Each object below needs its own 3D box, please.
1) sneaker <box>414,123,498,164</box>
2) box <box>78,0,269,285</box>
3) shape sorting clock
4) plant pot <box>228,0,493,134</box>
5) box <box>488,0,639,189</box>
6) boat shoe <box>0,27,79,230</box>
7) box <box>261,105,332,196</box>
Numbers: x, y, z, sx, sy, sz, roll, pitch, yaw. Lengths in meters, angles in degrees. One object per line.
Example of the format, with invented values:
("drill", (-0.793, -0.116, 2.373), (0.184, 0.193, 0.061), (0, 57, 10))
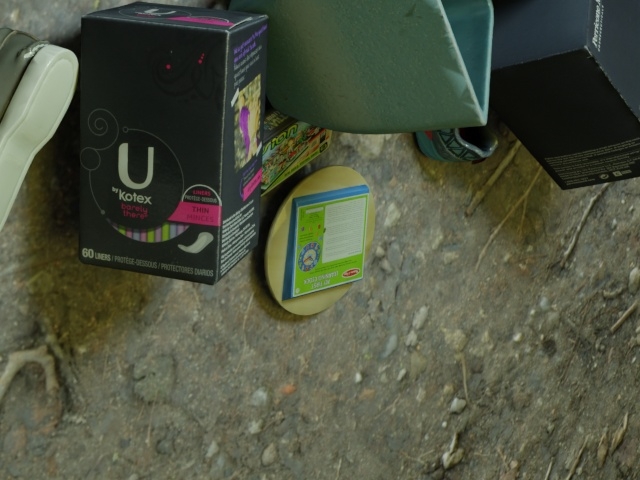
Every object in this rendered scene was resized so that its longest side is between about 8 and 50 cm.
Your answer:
("sneaker", (0.180, -0.218, 1.720), (0.104, 0.125, 0.262), (-45, 130, -26))
("box", (-0.157, -0.109, 1.358), (0.143, 0.165, 0.270), (-46, 141, -68))
("shape sorting clock", (0.000, 0.000, 1.674), (0.206, 0.040, 0.206), (-19, 117, -44))
("plant pot", (0.042, -0.269, 1.455), (0.248, 0.252, 0.247), (-78, 149, -46))
("box", (0.360, -0.301, 1.754), (0.312, 0.179, 0.343), (41, 50, -45))
("boat shoe", (-0.354, -0.072, 1.263), (0.305, 0.091, 0.109), (-61, 166, -10))
("box", (-0.065, -0.108, 1.542), (0.207, 0.036, 0.114), (-38, 157, -30))
